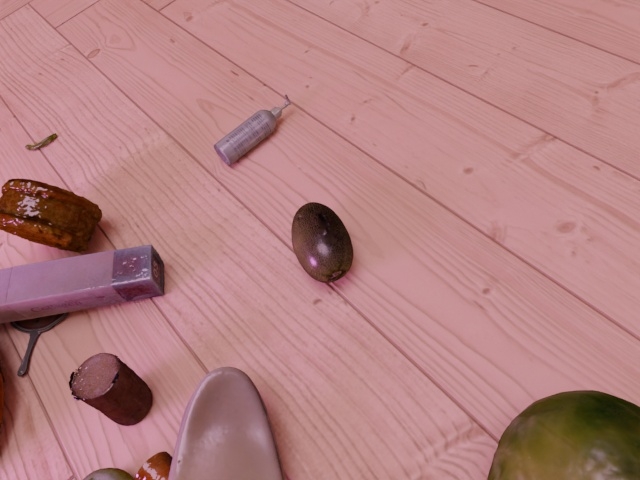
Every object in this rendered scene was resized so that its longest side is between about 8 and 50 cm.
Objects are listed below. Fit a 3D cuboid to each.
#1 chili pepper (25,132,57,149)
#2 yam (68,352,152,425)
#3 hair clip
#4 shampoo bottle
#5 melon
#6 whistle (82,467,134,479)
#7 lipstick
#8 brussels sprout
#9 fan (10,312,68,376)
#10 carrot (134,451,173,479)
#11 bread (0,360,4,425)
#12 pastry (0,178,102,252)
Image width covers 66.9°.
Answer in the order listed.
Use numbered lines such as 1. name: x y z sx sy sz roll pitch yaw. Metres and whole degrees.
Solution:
1. chili pepper: -0.697 -0.245 1.208 0.083 0.017 0.030 -21 55 1
2. yam: -0.319 0.233 0.754 0.084 0.127 0.084 -6 53 8
3. hair clip: -0.130 0.298 0.659 0.172 0.113 0.282 -1 51 -12
4. shampoo bottle: -0.138 -0.241 1.047 0.195 0.056 0.056 -41 58 -13
5. melon: 0.000 0.000 0.837 0.099 0.099 0.162 -22 51 0
6. whistle: -0.288 0.415 0.671 0.104 0.057 0.198 -37 59 2
7. lipstick: -0.480 0.085 0.880 0.371 0.076 0.080 -10 60 -3
8. brussels sprout: 0.293 0.288 0.527 0.244 0.244 0.244 -6 58 10
9. fan: -0.539 0.152 0.927 0.132 0.009 0.220 -10 56 11
10. carrot: -0.164 0.378 0.667 0.210 0.061 0.061 28 69 24
11. bread: -0.632 0.271 0.791 0.195 0.142 0.269 -22 68 -1
12. pastry: -0.531 -0.048 0.944 0.189 0.189 0.103 9 74 19
